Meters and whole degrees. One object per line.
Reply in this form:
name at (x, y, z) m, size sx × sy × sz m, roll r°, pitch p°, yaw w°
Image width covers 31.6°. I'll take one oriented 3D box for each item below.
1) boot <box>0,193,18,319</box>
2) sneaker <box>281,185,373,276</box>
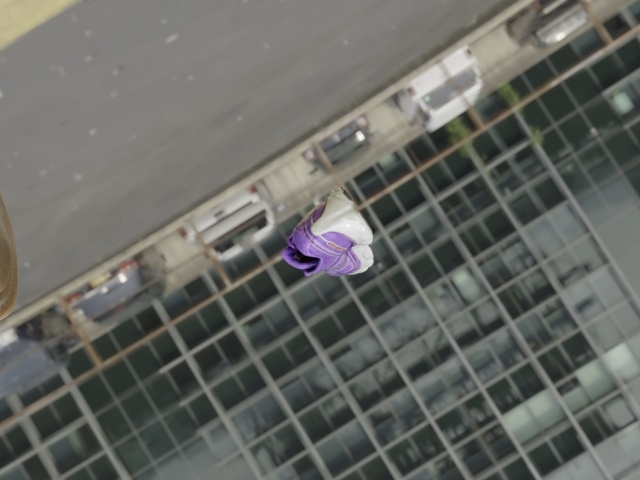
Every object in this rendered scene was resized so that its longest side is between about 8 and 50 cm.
boot at (-0.207, 0.033, 0.426) m, size 0.152 × 0.073 × 0.197 m, roll -15°, pitch -152°, yaw 13°
sneaker at (0.000, 0.000, 0.953) m, size 0.071 × 0.068 × 0.170 m, roll -31°, pitch 168°, yaw -4°
